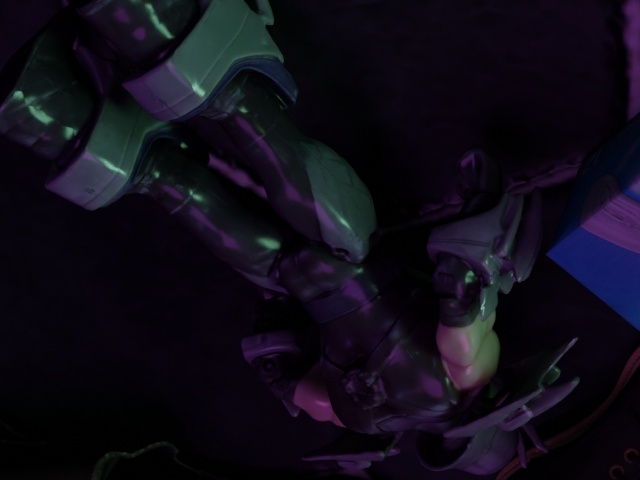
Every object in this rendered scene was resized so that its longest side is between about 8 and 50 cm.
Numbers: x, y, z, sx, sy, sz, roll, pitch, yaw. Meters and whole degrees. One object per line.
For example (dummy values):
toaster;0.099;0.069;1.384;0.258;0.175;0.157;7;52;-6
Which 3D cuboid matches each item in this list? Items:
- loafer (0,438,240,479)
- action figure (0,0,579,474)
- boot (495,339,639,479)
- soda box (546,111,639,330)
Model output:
loafer;-0.120;0.146;0.945;0.366;0.134;0.130;9;127;5
action figure;0.000;0.000;0.774;0.185;0.099;0.285;-30;110;40
boot;0.136;0.119;0.786;0.077;0.137;0.198;36;132;-6
soda box;0.180;-0.045;0.678;0.071;0.067;0.210;38;132;-9
